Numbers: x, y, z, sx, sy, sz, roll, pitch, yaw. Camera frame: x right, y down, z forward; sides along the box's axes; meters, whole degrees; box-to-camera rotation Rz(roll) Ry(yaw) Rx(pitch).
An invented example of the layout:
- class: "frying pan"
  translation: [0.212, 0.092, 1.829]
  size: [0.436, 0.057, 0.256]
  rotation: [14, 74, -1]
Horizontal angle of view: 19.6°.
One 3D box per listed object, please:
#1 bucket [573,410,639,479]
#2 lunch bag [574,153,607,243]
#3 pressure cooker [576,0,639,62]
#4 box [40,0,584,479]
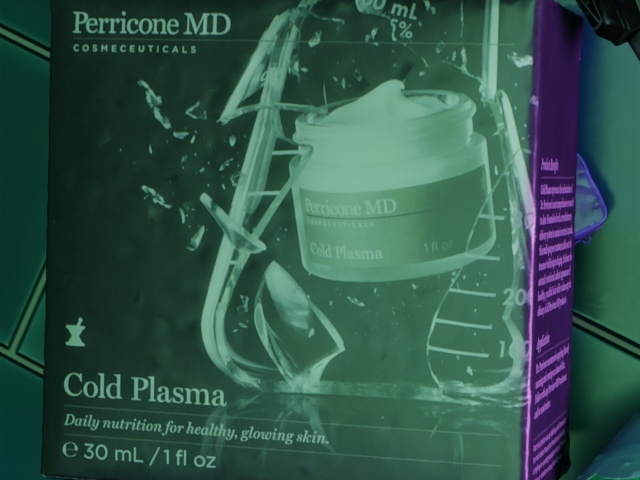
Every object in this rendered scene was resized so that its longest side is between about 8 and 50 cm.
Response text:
- class: "bucket"
  translation: [0.370, 0.300, 1.847]
  size: [0.281, 0.183, 0.281]
  rotation: [16, 124, 25]
- class: "lunch bag"
  translation: [0.257, -0.041, 1.939]
  size: [0.067, 0.065, 0.098]
  rotation: [-24, 86, 4]
- class: "pressure cooker"
  translation: [0.358, -0.396, 1.703]
  size: [0.370, 0.375, 0.420]
  rotation: [-24, 103, 48]
- class: "box"
  translation: [0.000, 0.000, 1.823]
  size: [0.480, 0.297, 0.471]
  rotation: [2, 91, 15]
